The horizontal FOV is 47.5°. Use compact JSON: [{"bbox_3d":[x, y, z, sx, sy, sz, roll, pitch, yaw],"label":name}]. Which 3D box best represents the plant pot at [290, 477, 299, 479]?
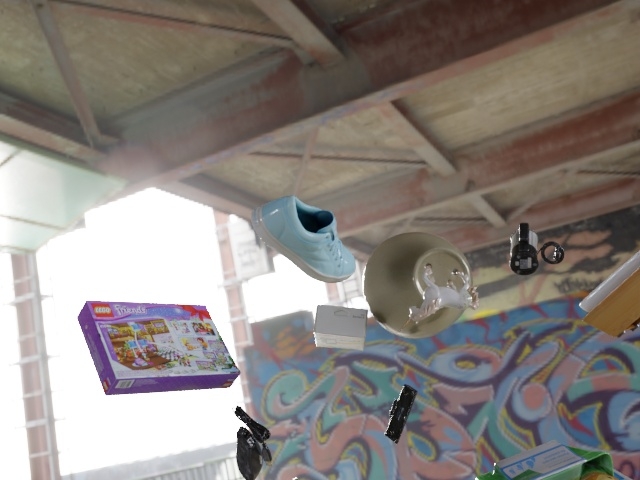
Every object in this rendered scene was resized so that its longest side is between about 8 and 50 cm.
[{"bbox_3d":[-0.126,0.685,1.504,0.294,0.274,0.275,-22,-11,-16],"label":"plant pot"}]

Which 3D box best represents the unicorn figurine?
[{"bbox_3d":[0.220,0.103,1.343,0.162,0.111,0.060,-3,-43,0],"label":"unicorn figurine"}]

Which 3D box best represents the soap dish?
[{"bbox_3d":[0.769,0.128,1.772,0.229,0.118,0.291,-49,-24,21],"label":"soap dish"}]

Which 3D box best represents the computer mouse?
[{"bbox_3d":[-0.180,0.609,2.107,0.060,0.261,0.184,-19,30,-33],"label":"computer mouse"}]

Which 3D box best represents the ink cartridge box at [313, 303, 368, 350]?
[{"bbox_3d":[0.062,0.265,2.192,0.154,0.093,0.212,5,-21,3],"label":"ink cartridge box"}]

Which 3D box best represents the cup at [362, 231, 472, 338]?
[{"bbox_3d":[0.314,0.120,2.127,0.331,0.330,0.237,-8,-7,-13],"label":"cup"}]

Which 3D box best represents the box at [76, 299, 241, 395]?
[{"bbox_3d":[-0.328,0.217,1.491,0.293,0.201,0.057,8,-52,-44],"label":"box"}]

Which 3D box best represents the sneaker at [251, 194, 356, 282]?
[{"bbox_3d":[0.000,0.000,1.830,0.150,0.135,0.366,-25,-35,32],"label":"sneaker"}]

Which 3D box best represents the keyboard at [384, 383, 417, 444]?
[{"bbox_3d":[0.257,0.553,2.335,0.023,0.180,0.108,23,-2,-24],"label":"keyboard"}]

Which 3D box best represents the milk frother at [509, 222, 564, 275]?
[{"bbox_3d":[0.645,0.024,2.173,0.143,0.134,0.129,14,-52,6],"label":"milk frother"}]

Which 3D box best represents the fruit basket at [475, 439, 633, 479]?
[{"bbox_3d":[0.417,0.449,1.143,0.327,0.165,0.353,-14,7,-17],"label":"fruit basket"}]
